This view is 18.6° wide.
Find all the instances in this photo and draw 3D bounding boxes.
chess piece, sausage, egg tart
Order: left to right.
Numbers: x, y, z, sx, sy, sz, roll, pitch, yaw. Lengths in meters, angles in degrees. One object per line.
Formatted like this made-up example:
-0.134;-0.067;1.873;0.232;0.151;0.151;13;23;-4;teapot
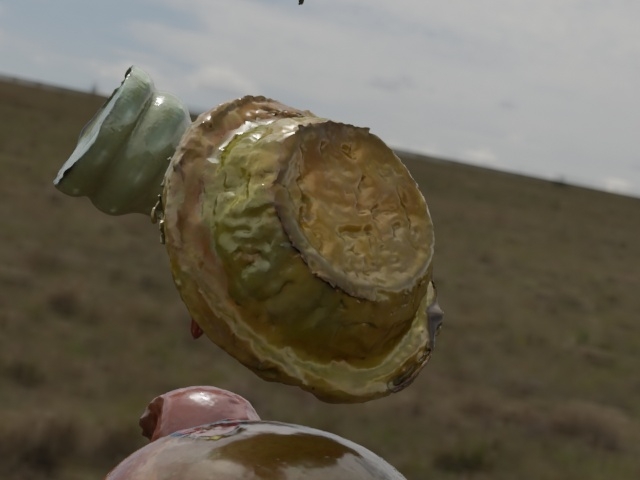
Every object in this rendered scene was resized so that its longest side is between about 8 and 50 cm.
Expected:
-0.136;-0.051;2.343;0.330;0.182;0.182;32;-3;-11;chess piece
-0.102;0.260;2.024;0.148;0.254;0.148;-18;-23;-8;sausage
0.000;0.000;1.627;0.288;0.288;0.118;10;-29;-36;egg tart

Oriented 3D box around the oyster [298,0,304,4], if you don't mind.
0.002;-0.402;2.291;0.112;0.268;0.198;15;-24;-1;oyster

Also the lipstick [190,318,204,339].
-0.111;0.035;1.917;0.030;0.129;0.030;17;11;27;lipstick

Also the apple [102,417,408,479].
-0.031;0.301;1.565;0.305;0.339;0.338;-8;9;-24;apple
